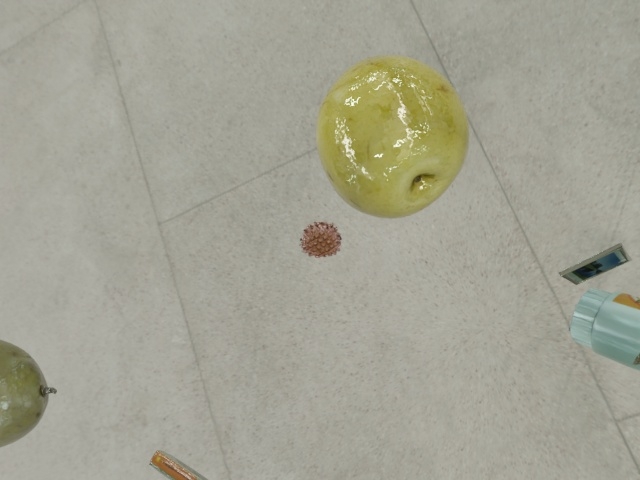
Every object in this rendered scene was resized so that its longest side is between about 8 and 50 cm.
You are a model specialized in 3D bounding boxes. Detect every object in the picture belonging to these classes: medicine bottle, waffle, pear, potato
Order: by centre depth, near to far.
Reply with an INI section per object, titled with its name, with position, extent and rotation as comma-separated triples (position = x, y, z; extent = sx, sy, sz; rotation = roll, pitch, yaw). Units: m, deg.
[potato]
position = -0.475, 0.199, 0.672
extent = 0.252, 0.174, 0.159
rotation = 4, 71, -5
[waffle]
position = 0.000, 0.000, 1.007
extent = 0.083, 0.029, 0.075
rotation = 4, 117, 2
[medicine bottle]
position = 0.732, 0.216, 1.120
extent = 0.318, 0.158, 0.158
rotation = 21, 88, 49
[pear]
position = 0.154, -0.226, 1.125
extent = 0.349, 0.348, 0.348
rotation = -3, 80, 17

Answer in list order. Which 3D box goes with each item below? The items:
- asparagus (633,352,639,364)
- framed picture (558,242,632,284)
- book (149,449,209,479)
[asparagus]
position = 0.465, 0.118, 0.677
extent = 0.016, 0.016, 0.162
rotation = 27, 128, 7
[framed picture]
position = 0.499, 0.046, 0.925
extent = 0.109, 0.149, 0.011
rotation = -32, 62, 27
[book]
position = -0.108, 0.500, 0.887
extent = 0.371, 0.260, 0.043
rotation = 20, 57, 26
